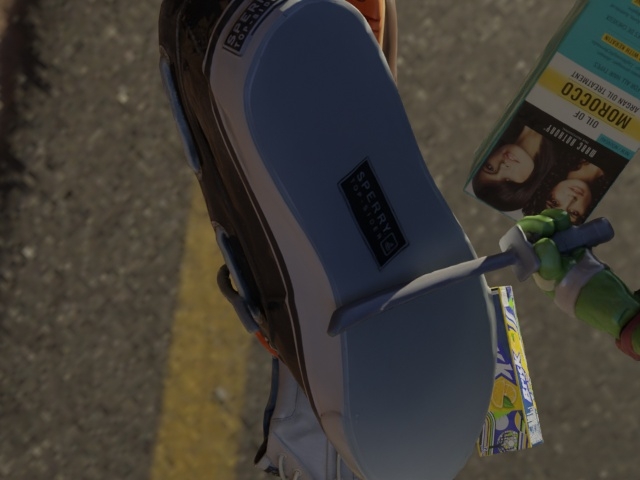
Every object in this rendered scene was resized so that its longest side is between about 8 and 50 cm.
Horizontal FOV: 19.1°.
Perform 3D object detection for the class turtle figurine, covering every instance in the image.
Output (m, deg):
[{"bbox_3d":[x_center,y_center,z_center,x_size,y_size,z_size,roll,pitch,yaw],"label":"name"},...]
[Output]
[{"bbox_3d":[0.193,-0.028,0.918,0.274,0.198,0.266,29,47,-6],"label":"turtle figurine"}]

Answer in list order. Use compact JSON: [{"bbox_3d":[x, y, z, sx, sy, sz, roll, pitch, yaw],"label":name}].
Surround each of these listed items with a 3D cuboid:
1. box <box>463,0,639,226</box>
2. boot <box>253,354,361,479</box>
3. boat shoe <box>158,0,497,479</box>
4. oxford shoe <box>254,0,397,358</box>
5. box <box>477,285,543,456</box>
[{"bbox_3d":[0.214,-0.115,1.492,0.100,0.244,0.060,29,35,-3],"label":"box"},{"bbox_3d":[-0.002,0.209,1.727,0.123,0.095,0.258,2,94,-12],"label":"boot"},{"bbox_3d":[-0.003,0.002,0.949,0.113,0.105,0.306,-43,130,-20],"label":"boat shoe"},{"bbox_3d":[0.019,-0.076,1.597,0.130,0.364,0.132,31,36,33],"label":"oxford shoe"},{"bbox_3d":[0.181,0.134,1.965,0.054,0.059,0.169,2,76,-71],"label":"box"}]
